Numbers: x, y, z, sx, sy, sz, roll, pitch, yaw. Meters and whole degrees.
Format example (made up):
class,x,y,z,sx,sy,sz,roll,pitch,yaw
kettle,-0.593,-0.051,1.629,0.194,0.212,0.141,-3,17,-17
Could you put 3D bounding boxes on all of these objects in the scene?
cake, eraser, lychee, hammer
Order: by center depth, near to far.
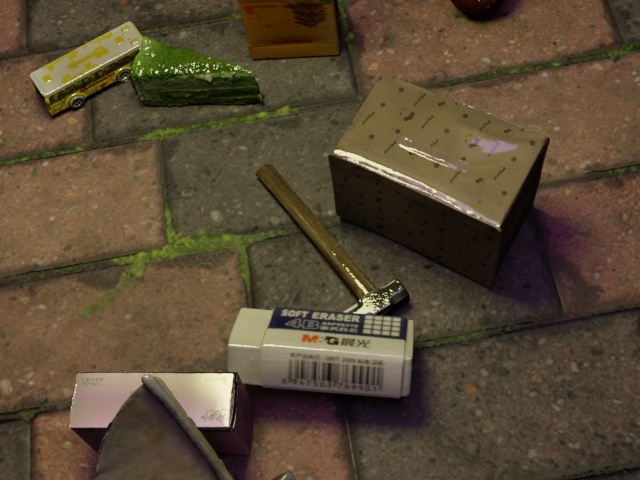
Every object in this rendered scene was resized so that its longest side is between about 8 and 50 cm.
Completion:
class,x,y,z,sx,sy,sz,roll,pitch,yaw
eraser,0.002,0.169,1.555,0.279,0.081,0.124,4,26,5
hammer,0.000,0.000,1.710,0.111,0.043,0.365,-34,61,-11
cake,-0.222,-0.313,1.863,0.235,0.100,0.099,1,62,7
lychee,0.297,-0.489,1.898,0.123,0.123,0.129,14,55,13

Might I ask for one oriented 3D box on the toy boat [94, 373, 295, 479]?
class,x,y,z,sx,sy,sz,roll,pitch,yaw
toy boat,-0.199,0.366,1.430,0.293,0.111,0.276,38,103,-2

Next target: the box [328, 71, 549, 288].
class,x,y,z,sx,sy,sz,roll,pitch,yaw
box,0.191,-0.096,1.632,0.297,0.225,0.190,26,68,17

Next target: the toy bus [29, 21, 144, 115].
class,x,y,z,sx,sy,sz,roll,pitch,yaw
toy bus,-0.429,-0.322,1.906,0.226,0.074,0.081,-30,63,-11

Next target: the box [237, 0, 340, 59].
class,x,y,z,sx,sy,sz,roll,pitch,yaw
box,-0.060,-0.441,1.817,0.174,0.274,0.076,-1,62,6

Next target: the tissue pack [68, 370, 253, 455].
class,x,y,z,sx,sy,sz,roll,pitch,yaw
tissue pack,-0.234,0.265,1.528,0.246,0.148,0.092,-2,62,7
